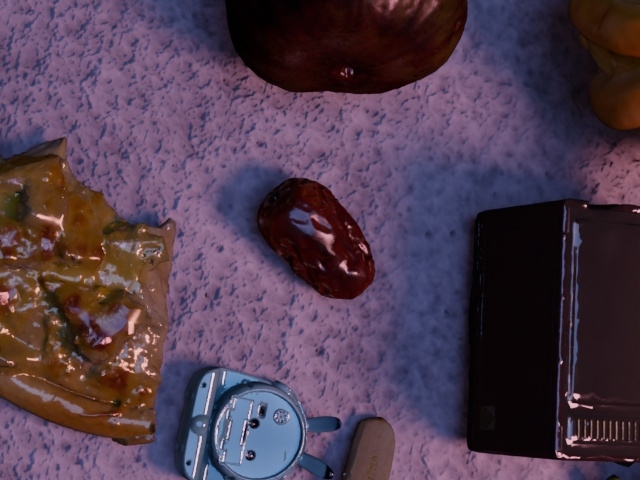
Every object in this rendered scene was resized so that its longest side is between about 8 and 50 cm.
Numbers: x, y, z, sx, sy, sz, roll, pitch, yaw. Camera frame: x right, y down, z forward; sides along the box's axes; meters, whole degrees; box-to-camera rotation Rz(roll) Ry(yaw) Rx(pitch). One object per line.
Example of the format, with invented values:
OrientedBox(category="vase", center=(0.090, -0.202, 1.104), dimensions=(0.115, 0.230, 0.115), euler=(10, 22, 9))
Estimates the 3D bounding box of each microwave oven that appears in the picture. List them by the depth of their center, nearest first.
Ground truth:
OrientedBox(category="microwave oven", center=(0.248, 0.087, 1.646), dimensions=(0.178, 0.188, 0.247), euler=(5, 83, -21))

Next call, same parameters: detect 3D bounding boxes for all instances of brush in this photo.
OrientedBox(category="brush", center=(0.022, 0.316, 1.604), dimensions=(0.085, 0.020, 0.336), euler=(25, 63, -28))

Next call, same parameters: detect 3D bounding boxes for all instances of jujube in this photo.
OrientedBox(category="jujube", center=(0.000, 0.000, 1.631), dimensions=(0.077, 0.077, 0.129), euler=(-47, 106, -12))

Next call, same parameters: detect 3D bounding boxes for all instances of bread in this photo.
OrientedBox(category="bread", center=(0.355, -0.169, 1.643), dimensions=(0.270, 0.316, 0.211), euler=(41, 120, 3))

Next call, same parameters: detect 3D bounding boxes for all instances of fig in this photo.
OrientedBox(category="fig", center=(0.024, -0.286, 1.613), dimensions=(0.217, 0.217, 0.320), euler=(10, 58, -16))

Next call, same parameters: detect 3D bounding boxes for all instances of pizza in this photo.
OrientedBox(category="pizza", center=(-0.238, 0.034, 1.558), dimensions=(0.323, 0.089, 0.223), euler=(37, 83, -13))

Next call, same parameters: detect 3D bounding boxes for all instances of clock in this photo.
OrientedBox(category="clock", center=(-0.056, 0.178, 1.626), dimensions=(0.147, 0.045, 0.108), euler=(11, 87, -16))

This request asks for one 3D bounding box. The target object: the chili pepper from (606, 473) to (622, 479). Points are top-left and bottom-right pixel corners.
OrientedBox(category="chili pepper", center=(0.321, 0.353, 1.706), dimensions=(0.136, 0.099, 0.270), euler=(-19, 100, 8))
